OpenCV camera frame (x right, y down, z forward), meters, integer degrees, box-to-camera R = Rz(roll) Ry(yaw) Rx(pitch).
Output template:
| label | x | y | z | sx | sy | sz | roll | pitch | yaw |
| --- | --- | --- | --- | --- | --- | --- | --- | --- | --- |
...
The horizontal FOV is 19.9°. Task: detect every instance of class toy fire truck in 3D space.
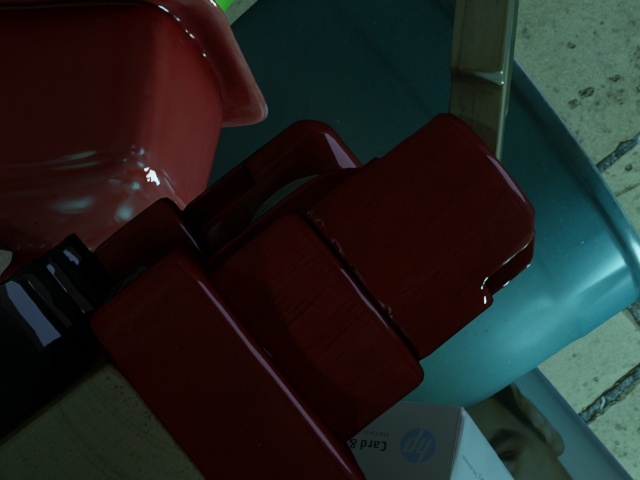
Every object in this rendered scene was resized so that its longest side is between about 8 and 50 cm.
| label | x | y | z | sx | sy | sz | roll | pitch | yaw |
| --- | --- | --- | --- | --- | --- | --- | --- | --- | --- |
| toy fire truck | 0.000 | -0.011 | 0.531 | 0.158 | 0.246 | 0.217 | 52 | -1 | -4 |

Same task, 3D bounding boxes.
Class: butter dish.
| label | x | y | z | sx | sy | sz | roll | pitch | yaw |
| --- | --- | --- | --- | --- | --- | --- | --- | --- | --- |
| butter dish | -0.110 | -0.032 | 0.752 | 0.160 | 0.160 | 0.118 | 64 | 26 | -72 |

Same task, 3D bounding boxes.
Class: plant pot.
| label | x | y | z | sx | sy | sz | roll | pitch | yaw |
| --- | --- | --- | --- | --- | --- | --- | --- | --- | --- |
| plant pot | 0.000 | 0.000 | 1.009 | 0.271 | 0.255 | 0.271 | 52 | 0 | 0 |

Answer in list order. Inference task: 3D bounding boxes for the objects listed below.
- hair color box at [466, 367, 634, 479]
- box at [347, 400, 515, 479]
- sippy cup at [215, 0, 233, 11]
| label | x | y | z | sx | sy | sz | roll | pitch | yaw |
| --- | --- | --- | --- | --- | --- | --- | --- | --- | --- |
| hair color box | 0.132 | 0.225 | 1.077 | 0.374 | 0.185 | 0.113 | 51 | -1 | 29 |
| box | 0.011 | 0.110 | 0.755 | 0.145 | 0.038 | 0.186 | 3 | -25 | 21 |
| sippy cup | -0.178 | -0.188 | 0.794 | 0.305 | 0.240 | 0.224 | 61 | -9 | 25 |
